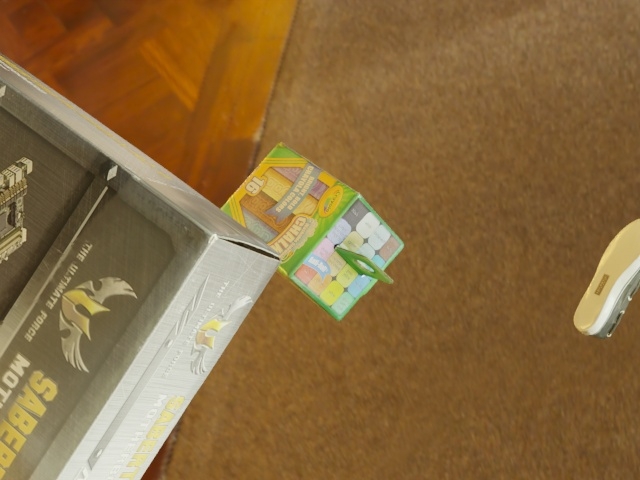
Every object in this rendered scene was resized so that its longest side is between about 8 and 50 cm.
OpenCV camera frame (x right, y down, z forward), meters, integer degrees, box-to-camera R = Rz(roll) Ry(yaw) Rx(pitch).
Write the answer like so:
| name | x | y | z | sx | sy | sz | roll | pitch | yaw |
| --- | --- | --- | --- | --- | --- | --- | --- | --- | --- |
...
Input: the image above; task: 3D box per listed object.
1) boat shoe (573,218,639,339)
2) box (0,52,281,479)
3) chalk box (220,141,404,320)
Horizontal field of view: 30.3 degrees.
| name | x | y | z | sx | sy | sz | roll | pitch | yaw |
| --- | --- | --- | --- | --- | --- | --- | --- | --- | --- |
| boat shoe | 0.326 | 0.043 | 1.281 | 0.142 | 0.040 | 0.049 | -59 | 31 | 6 |
| box | -0.151 | 0.049 | 0.439 | 0.183 | 0.056 | 0.231 | 34 | 94 | 23 |
| chalk box | 0.000 | 0.000 | 1.439 | 0.132 | 0.132 | 0.213 | -49 | 47 | -4 |
